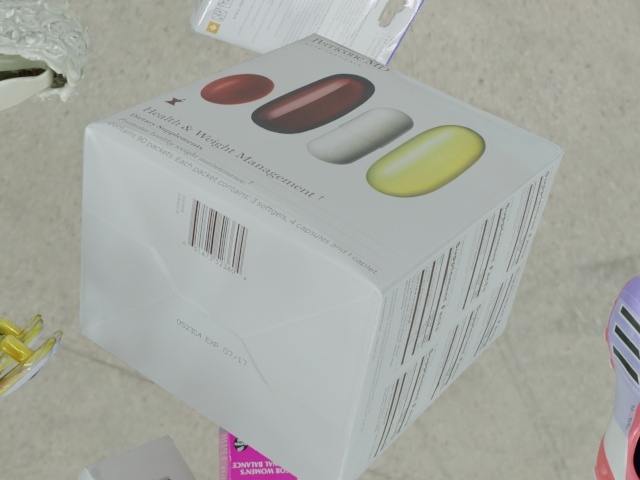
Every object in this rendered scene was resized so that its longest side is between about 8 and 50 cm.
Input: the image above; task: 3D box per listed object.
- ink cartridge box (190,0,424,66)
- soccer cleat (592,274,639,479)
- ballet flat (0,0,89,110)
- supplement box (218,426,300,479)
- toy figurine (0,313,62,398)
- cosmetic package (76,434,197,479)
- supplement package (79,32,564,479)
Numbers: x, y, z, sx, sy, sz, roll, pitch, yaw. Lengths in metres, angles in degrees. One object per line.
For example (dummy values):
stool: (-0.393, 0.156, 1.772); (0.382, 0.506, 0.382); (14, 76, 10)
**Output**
ink cartridge box: (0.005, -0.266, 1.003); (0.208, 0.045, 0.206); (16, 125, -24)
soccer cleat: (0.354, 0.159, 1.094); (0.083, 0.095, 0.248); (14, 81, -19)
ballet flat: (-0.474, -0.205, 1.193); (0.409, 0.147, 0.147); (-10, 122, -14)
supplement box: (-0.072, 0.351, 1.331); (0.111, 0.114, 0.220); (0, 78, -12)
toy figurine: (-0.233, 0.144, 0.487); (0.191, 0.362, 0.217); (0, 90, -20)
cosmetic package: (-0.296, 0.472, 1.481); (0.197, 0.155, 0.365); (52, 130, 22)
supplement package: (0.000, 0.000, 0.598); (0.194, 0.203, 0.149); (29, 128, 24)
